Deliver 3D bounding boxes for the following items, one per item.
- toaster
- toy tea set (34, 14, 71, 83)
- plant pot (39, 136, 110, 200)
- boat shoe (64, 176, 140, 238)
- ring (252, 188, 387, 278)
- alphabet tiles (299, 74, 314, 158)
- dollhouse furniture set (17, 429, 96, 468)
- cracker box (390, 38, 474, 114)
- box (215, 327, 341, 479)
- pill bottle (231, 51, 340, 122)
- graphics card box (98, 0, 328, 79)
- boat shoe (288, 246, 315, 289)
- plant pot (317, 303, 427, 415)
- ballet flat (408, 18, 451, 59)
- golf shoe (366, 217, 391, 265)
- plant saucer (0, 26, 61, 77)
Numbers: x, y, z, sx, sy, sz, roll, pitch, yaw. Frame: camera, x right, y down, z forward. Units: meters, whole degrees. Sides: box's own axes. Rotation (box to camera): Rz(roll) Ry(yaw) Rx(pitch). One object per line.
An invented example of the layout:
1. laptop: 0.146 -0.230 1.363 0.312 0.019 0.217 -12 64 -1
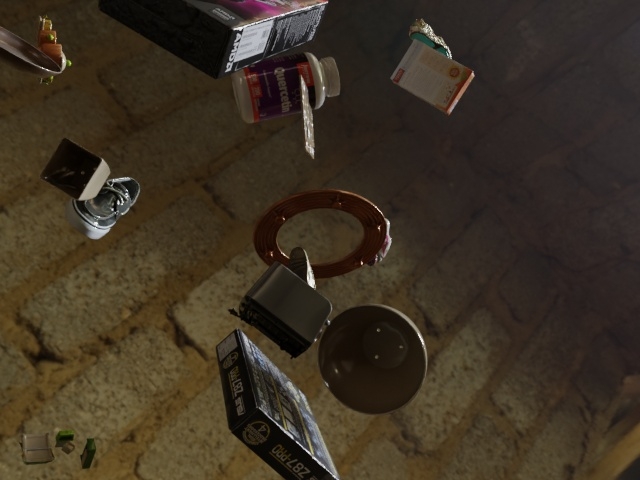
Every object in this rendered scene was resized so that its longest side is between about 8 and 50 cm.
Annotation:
1. toaster: -0.079 0.142 1.223 0.110 0.186 0.168 -52 178 -22
2. toy tea set: -0.946 -0.661 2.164 0.124 0.336 0.200 2 125 -32
3. plant pot: -0.546 -0.154 1.380 0.109 0.109 0.096 -60 172 -2
4. boat shoe: -0.559 -0.107 1.575 0.119 0.121 0.335 -42 -163 10
5. ring: 0.000 0.000 1.508 0.337 0.337 0.032 -39 -139 32
6. alphabet tiles: -0.036 -0.336 1.695 0.009 0.198 0.237 -4 180 5
7. dollhouse furniture set: -0.558 0.448 1.272 0.152 0.076 0.058 9 118 -37
8. cracker box: 0.375 -0.551 2.039 0.155 0.232 0.067 -57 165 11
9. box: -0.117 0.429 1.528 0.097 0.318 0.395 -42 -156 1
10. pill bottle: -0.110 -0.489 1.917 0.323 0.181 0.181 -15 177 -9
11. graphics card box: -0.164 -0.405 1.038 0.371 0.233 0.094 -47 168 -53
12. boat shoe: -0.041 0.082 1.387 0.050 0.135 0.045 -11 167 16
13. plant pot: 0.155 0.298 1.614 0.284 0.284 0.191 -39 170 16
14. ballet flat: 0.408 -0.722 2.197 0.091 0.241 0.077 -4 -111 39
15. golf shoe: 0.189 -0.005 1.924 0.086 0.067 0.186 -26 146 -34
16. plant saucer: -0.937 -0.576 1.816 0.050 0.311 0.310 -56 178 10
